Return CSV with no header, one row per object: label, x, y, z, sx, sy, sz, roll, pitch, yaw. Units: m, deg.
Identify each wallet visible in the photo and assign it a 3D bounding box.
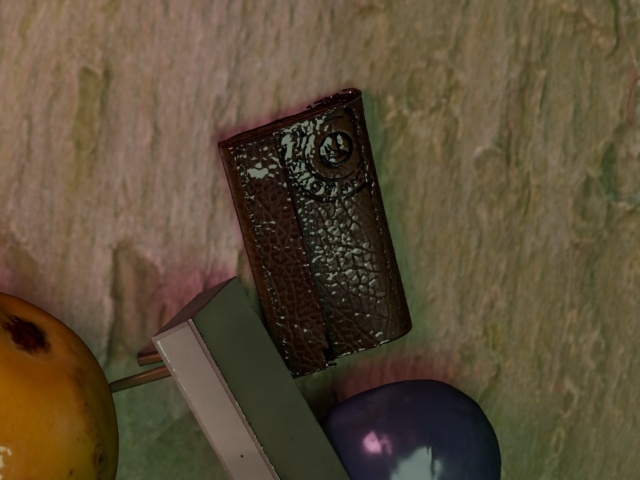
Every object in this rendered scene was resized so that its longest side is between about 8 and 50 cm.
wallet,0.000,0.000,1.681,0.133,0.039,0.243,-21,121,-12

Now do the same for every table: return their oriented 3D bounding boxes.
table,-0.075,0.171,1.648,0.111,0.121,0.240,-26,97,22

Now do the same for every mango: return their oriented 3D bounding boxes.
mango,-0.370,0.204,1.527,0.445,0.232,0.300,-28,127,2

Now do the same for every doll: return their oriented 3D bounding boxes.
doll,0.067,0.245,1.780,0.228,0.154,0.258,-5,110,-16
